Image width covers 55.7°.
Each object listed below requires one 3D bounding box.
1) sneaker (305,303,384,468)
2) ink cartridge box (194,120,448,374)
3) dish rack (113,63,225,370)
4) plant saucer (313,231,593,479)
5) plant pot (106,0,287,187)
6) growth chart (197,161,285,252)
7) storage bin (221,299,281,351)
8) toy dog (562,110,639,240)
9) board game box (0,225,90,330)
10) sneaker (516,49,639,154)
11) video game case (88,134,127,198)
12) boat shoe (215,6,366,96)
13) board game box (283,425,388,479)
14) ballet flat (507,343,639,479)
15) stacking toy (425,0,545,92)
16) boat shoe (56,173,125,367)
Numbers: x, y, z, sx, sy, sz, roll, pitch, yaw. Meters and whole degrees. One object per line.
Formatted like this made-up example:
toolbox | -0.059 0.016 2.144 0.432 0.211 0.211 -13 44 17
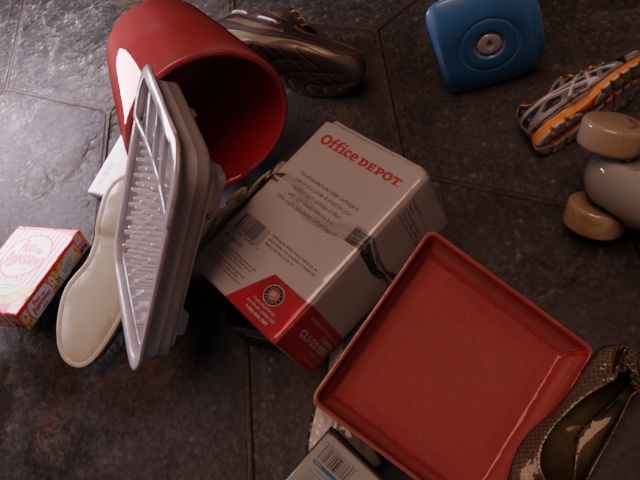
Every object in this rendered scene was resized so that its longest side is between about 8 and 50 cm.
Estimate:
sneaker | 0.057 0.173 0.816 0.108 0.100 0.271 8 71 10
ink cartridge box | 0.000 0.000 0.793 0.273 0.114 0.197 -47 50 -7
dish rack | -0.207 -0.030 0.793 0.285 0.072 0.333 58 136 47
plant saucer | 0.163 0.165 0.748 0.258 0.048 0.259 36 77 1
plant pot | -0.225 -0.253 1.002 0.275 0.275 0.243 -34 57 0
growth chart | -0.106 -0.045 0.873 0.021 0.172 0.237 42 38 7
storage bin | -0.055 0.068 0.907 0.122 0.084 0.180 8 66 23
toy dog | 0.464 -0.045 0.745 0.161 0.220 0.334 -23 61 -31
board game box | -0.521 0.061 1.066 0.146 0.045 0.193 3 48 20
sneaker | 0.392 -0.221 0.905 0.215 0.084 0.083 -33 53 1
video game case | -0.324 -0.154 1.153 0.183 0.023 0.201 14 68 25
boat shoe | -0.069 -0.367 1.112 0.355 0.132 0.130 20 72 26
board game box | -0.011 0.399 0.668 0.224 0.097 0.303 43 82 9
ballet flat | 0.303 0.225 0.702 0.084 0.058 0.250 42 78 -4
stacking toy | 0.263 -0.411 1.027 0.165 0.175 0.302 -15 46 17
boat shoe | -0.333 0.053 1.002 0.116 0.099 0.319 12 80 14
